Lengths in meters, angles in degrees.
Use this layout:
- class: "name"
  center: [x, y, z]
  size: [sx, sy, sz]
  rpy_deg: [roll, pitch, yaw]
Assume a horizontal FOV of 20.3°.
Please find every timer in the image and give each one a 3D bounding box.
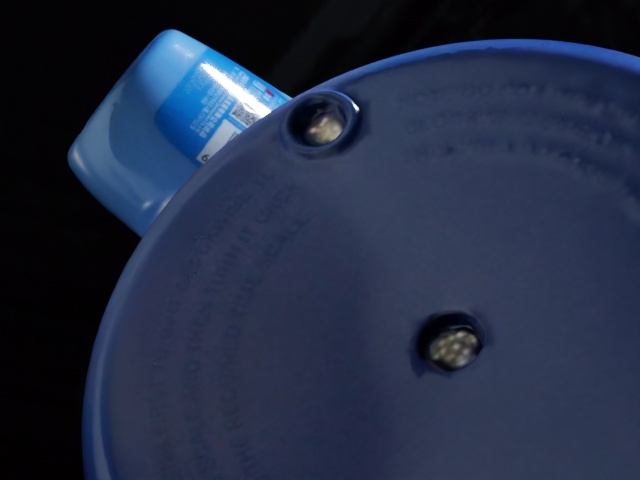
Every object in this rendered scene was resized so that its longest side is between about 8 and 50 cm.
- class: "timer"
  center: [0.092, 0.134, 0.730]
  size: [0.270, 0.383, 0.270]
  rpy_deg: [-9, -126, 13]

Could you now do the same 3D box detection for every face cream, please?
- class: "face cream"
  center: [0.000, 0.000, 0.932]
  size: [0.083, 0.264, 0.149]
  rpy_deg: [-50, -175, 35]
